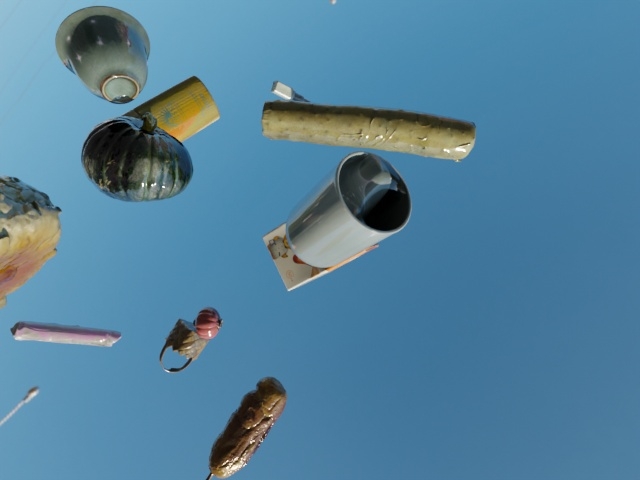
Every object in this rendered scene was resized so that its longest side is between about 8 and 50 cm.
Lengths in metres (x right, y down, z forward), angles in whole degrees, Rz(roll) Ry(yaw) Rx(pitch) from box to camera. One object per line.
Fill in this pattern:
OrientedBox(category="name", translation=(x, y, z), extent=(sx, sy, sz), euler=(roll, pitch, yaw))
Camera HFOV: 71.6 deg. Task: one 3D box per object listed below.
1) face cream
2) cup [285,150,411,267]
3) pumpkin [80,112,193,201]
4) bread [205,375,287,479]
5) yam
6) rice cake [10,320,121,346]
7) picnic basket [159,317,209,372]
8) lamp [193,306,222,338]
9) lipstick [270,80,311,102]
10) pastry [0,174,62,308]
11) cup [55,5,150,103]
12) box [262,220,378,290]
OrientedBox(category="face cream", translation=(-0.430, -0.340, 1.252), extent=(0.285, 0.139, 0.067), euler=(-41, -154, -24))
OrientedBox(category="cup", translation=(0.051, -0.060, 1.104), extent=(0.312, 0.206, 0.205), euler=(-35, -132, 54))
OrientedBox(category="pumpkin", translation=(-0.425, -0.198, 1.048), extent=(0.250, 0.250, 0.216), euler=(44, -62, 36))
OrientedBox(category="bread", translation=(-0.217, 0.546, 1.255), extent=(0.124, 0.084, 0.344), euler=(37, -104, 0))
OrientedBox(category="yam", translation=(0.084, -0.200, 0.790), extent=(0.372, 0.083, 0.083), euler=(7, -110, -3))
OrientedBox(category="rice cake", translation=(-0.684, 0.255, 1.210), extent=(0.055, 0.270, 0.049), euler=(43, -69, 52))
OrientedBox(category="picnic basket", translation=(-0.491, 0.380, 1.568), extent=(0.138, 0.128, 0.178), euler=(23, -97, 50))
OrientedBox(category="lamp", translation=(-0.374, 0.274, 1.478), extent=(0.093, 0.107, 0.107), euler=(0, -113, 2))
OrientedBox(category="lipstick", translation=(-0.060, -0.326, 1.006), extent=(0.025, 0.107, 0.025), euler=(27, -82, 56))
OrientedBox(category="pastry", translation=(-0.510, 0.025, 0.598), extent=(0.330, 0.329, 0.136), euler=(-39, -86, 10))
OrientedBox(category="cup", translation=(-0.461, -0.382, 0.982), extent=(0.199, 0.199, 0.150), euler=(-33, -114, 14))
OrientedBox(category="box", translation=(0.000, 0.000, 1.530), extent=(0.341, 0.143, 0.224), euler=(-30, -98, 29))
